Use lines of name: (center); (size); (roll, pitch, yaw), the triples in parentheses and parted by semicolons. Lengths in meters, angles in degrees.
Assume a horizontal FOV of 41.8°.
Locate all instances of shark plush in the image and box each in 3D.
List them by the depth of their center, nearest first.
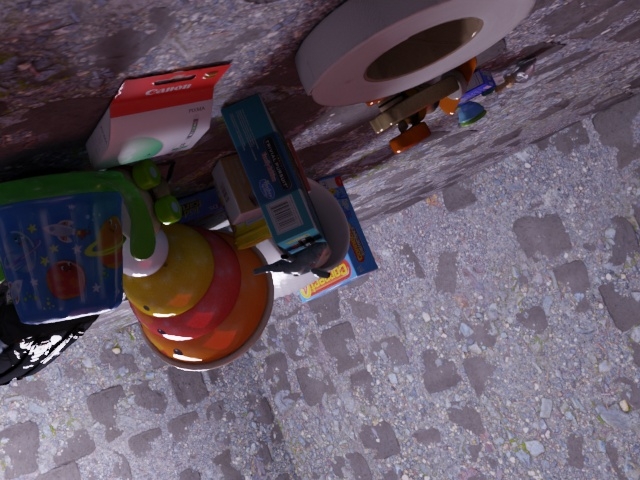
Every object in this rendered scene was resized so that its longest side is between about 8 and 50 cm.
shark plush: (-0.052, 0.031, 1.581); (0.161, 0.073, 0.067); (-3, 162, 23)

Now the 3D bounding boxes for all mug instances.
mug: (-0.107, -0.015, 2.298); (0.328, 0.276, 0.374); (-35, -159, 47)

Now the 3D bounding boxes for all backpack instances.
backpack: (-0.827, 0.263, 2.290); (0.290, 0.273, 0.356); (-18, 151, -51)

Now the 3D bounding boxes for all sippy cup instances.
sippy cup: (-0.421, 0.015, 1.366); (0.239, 0.224, 0.305); (-9, 180, -29)

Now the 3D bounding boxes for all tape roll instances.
tape roll: (0.150, -0.330, 1.340); (0.391, 0.072, 0.392); (-21, 174, -2)

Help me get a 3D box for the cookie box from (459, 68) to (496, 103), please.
cookie box: (0.340, -0.351, 1.932); (0.107, 0.040, 0.091); (-24, 174, 27)

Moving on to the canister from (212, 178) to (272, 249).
canister: (-0.160, -0.081, 1.893); (0.126, 0.170, 0.073); (-24, 173, 17)

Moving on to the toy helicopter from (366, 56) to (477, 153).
toy helicopter: (0.207, -0.293, 1.760); (0.234, 0.140, 0.355); (-31, -176, -1)

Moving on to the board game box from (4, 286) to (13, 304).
board game box: (-0.686, 0.095, 2.072); (0.194, 0.060, 0.194); (-25, 172, 25)

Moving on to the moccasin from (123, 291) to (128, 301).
moccasin: (-0.430, 0.050, 2.265); (0.380, 0.147, 0.139); (-22, 160, -39)

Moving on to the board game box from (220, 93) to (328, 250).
board game box: (-0.077, -0.109, 1.585); (0.079, 0.254, 0.336); (-23, 174, 2)

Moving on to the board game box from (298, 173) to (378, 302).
board game box: (0.000, 0.000, 2.511); (0.086, 0.302, 0.308); (-17, 171, -37)

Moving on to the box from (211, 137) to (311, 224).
box: (-0.128, -0.127, 1.805); (0.170, 0.130, 0.091); (-20, 173, -22)

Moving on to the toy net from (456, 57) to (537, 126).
toy net: (0.421, -0.357, 2.007); (0.232, 0.045, 0.122); (-32, -165, 4)

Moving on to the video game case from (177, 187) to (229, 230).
video game case: (-0.337, -0.048, 2.056); (0.269, 0.061, 0.244); (-21, 174, -15)

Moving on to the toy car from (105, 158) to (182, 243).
toy car: (-0.335, -0.097, 1.571); (0.155, 0.149, 0.188); (-21, -157, 19)

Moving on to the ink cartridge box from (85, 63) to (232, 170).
ink cartridge box: (-0.244, -0.187, 1.286); (0.180, 0.056, 0.224); (-18, 174, -34)

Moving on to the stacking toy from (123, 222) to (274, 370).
stacking toy: (-0.329, 0.068, 1.830); (0.350, 0.351, 0.480); (-23, 154, 7)
